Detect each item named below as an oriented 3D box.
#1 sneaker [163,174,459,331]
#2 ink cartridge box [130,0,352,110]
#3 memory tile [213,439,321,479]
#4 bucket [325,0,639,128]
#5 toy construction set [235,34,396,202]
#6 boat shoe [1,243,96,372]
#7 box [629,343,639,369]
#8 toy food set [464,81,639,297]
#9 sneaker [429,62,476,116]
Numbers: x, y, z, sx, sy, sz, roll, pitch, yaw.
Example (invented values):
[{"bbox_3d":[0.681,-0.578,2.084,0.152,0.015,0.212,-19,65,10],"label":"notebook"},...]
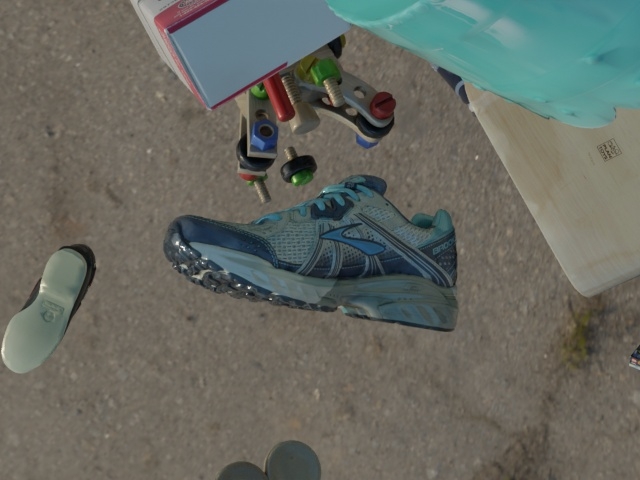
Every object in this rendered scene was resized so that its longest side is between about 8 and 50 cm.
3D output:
[{"bbox_3d":[0.000,0.000,0.780,0.110,0.283,0.122,0,80,56],"label":"sneaker"},{"bbox_3d":[-0.096,-0.250,0.977,0.172,0.237,0.100,-32,122,-6],"label":"ink cartridge box"},{"bbox_3d":[-0.025,0.199,0.533,0.012,0.113,0.148,-39,72,56],"label":"memory tile"},{"bbox_3d":[0.129,-0.222,0.555,0.183,0.281,0.281,12,130,-30],"label":"bucket"},{"bbox_3d":[-0.048,-0.238,1.323,0.257,0.309,0.237,-24,77,3],"label":"toy construction set"},{"bbox_3d":[-0.244,0.062,0.831,0.049,0.042,0.133,31,102,-1],"label":"boat shoe"},{"bbox_3d":[0.655,0.221,1.690,0.137,0.094,0.027,23,136,36],"label":"box"},{"bbox_3d":[0.321,-0.109,0.994,0.219,0.092,0.306,-28,95,31],"label":"toy food set"},{"bbox_3d":[0.267,-0.279,1.316,0.153,0.099,0.282,56,155,5],"label":"sneaker"}]
